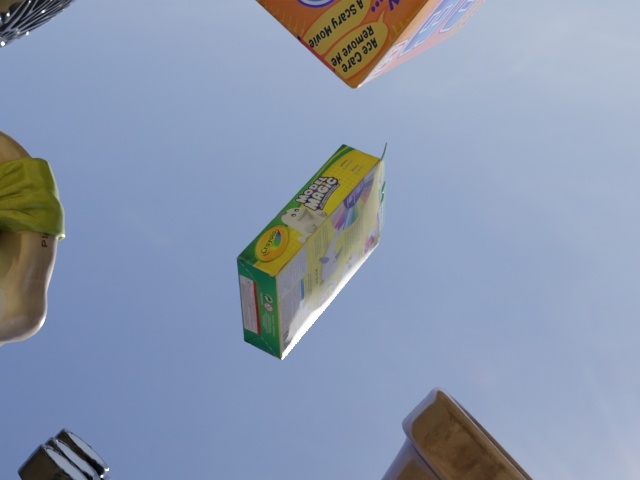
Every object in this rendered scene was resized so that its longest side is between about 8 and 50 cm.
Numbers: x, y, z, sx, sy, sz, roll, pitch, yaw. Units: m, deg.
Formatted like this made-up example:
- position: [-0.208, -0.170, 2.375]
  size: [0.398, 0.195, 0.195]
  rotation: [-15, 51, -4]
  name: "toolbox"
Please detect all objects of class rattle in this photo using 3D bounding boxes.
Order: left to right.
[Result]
- position: [-0.240, -0.002, 0.617]
  size: [0.200, 0.130, 0.143]
  rotation: [9, -165, 26]
  name: "rattle"

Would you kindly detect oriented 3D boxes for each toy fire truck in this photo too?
- position: [-0.161, 0.275, 1.045]
  size: [0.246, 0.158, 0.217]
  rotation: [43, 174, -1]
  name: "toy fire truck"

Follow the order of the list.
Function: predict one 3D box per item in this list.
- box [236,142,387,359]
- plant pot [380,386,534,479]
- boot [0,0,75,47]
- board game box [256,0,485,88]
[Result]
- position: [0.000, 0.000, 1.013]
  size: [0.043, 0.105, 0.179]
  rotation: [26, -129, 24]
  name: "box"
- position: [0.122, 0.309, 1.178]
  size: [0.229, 0.263, 0.263]
  rotation: [-43, -148, 0]
  name: "plant pot"
- position: [-0.262, -0.211, 0.774]
  size: [0.190, 0.208, 0.076]
  rotation: [-28, 179, 6]
  name: "boot"
- position: [0.074, -0.440, 1.316]
  size: [0.356, 0.356, 0.356]
  rotation: [44, -150, 5]
  name: "board game box"
